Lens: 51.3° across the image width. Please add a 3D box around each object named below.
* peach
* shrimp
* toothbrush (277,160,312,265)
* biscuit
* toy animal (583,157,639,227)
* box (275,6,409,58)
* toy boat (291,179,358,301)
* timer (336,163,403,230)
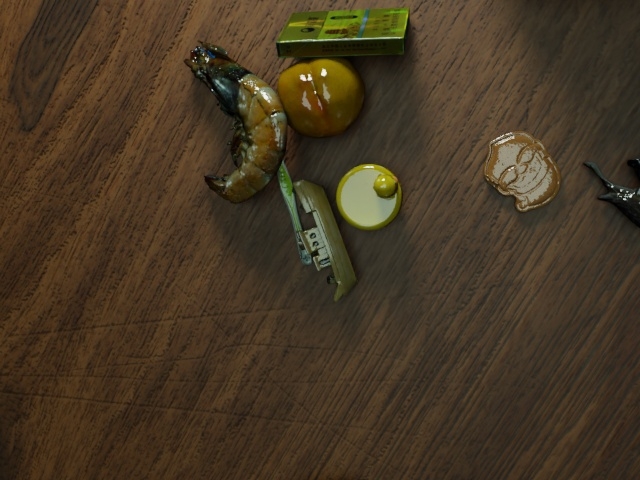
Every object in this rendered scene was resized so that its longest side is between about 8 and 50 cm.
[{"bbox_3d":[0.001,-0.223,1.040,0.138,0.138,0.138,1,94,12],"label":"peach"},{"bbox_3d":[-0.156,-0.189,1.092,0.290,0.054,0.222,52,130,27],"label":"shrimp"},{"bbox_3d":[-0.055,-0.085,1.112,0.022,0.026,0.263,-15,91,-4],"label":"toothbrush"},{"bbox_3d":[0.313,-0.109,1.036,0.102,0.019,0.130,-39,85,11],"label":"biscuit"},{"bbox_3d":[0.484,-0.048,0.991,0.105,0.070,0.203,-29,90,25],"label":"toy animal"},{"bbox_3d":[0.038,-0.323,1.032,0.193,0.121,0.030,2,129,11],"label":"box"},{"bbox_3d":[0.000,0.000,1.084,0.072,0.064,0.206,-19,92,1],"label":"toy boat"},{"bbox_3d":[0.077,-0.068,1.043,0.107,0.109,0.107,1,94,12],"label":"timer"}]
